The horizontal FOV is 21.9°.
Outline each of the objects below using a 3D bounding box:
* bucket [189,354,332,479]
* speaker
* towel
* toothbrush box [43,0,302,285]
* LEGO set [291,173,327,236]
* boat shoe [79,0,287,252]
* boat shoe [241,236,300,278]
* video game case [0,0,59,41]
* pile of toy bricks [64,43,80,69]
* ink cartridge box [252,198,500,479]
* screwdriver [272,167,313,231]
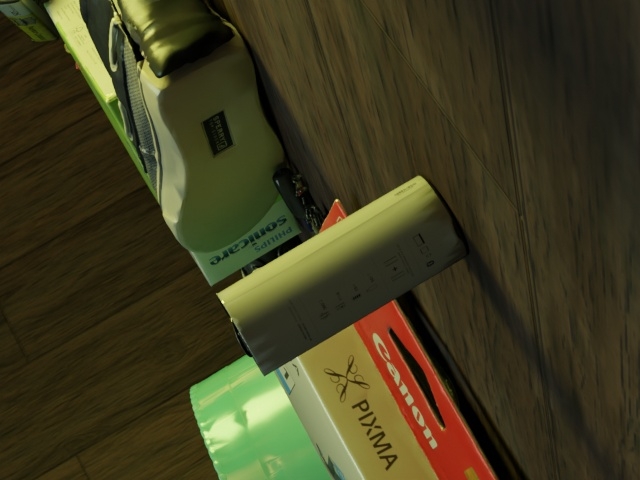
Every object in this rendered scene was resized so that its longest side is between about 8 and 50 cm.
[{"bbox_3d":[0.005,0.211,1.603,0.281,0.183,0.281,-25,-90,-89],"label":"bucket"},{"bbox_3d":[0.011,0.020,0.924,0.055,0.136,0.055,58,175,8],"label":"speaker"},{"bbox_3d":[0.073,0.108,1.342,0.148,0.027,0.110,54,161,34],"label":"towel"},{"bbox_3d":[-0.152,-0.126,1.723,0.206,0.122,0.283,54,171,46],"label":"toothbrush box"},{"bbox_3d":[-0.003,-0.025,1.469,0.054,0.023,0.083,85,168,-73],"label":"LEGO set"},{"bbox_3d":[-0.125,-0.129,1.481,0.158,0.127,0.340,54,164,25],"label":"boat shoe"},{"bbox_3d":[-0.062,0.016,1.883,0.223,0.080,0.073,63,180,11],"label":"boat shoe"},{"bbox_3d":[-0.322,-0.368,1.769,0.248,0.035,0.275,78,-172,-88],"label":"video game case"},{"bbox_3d":[-0.225,-0.288,1.766,0.105,0.118,0.212,20,132,36],"label":"pile of toy bricks"},{"bbox_3d":[0.040,0.139,1.327,0.296,0.066,0.261,61,166,11],"label":"ink cartridge box"},{"bbox_3d":[0.000,0.000,1.546,0.025,0.024,0.170,8,138,45],"label":"screwdriver"}]
